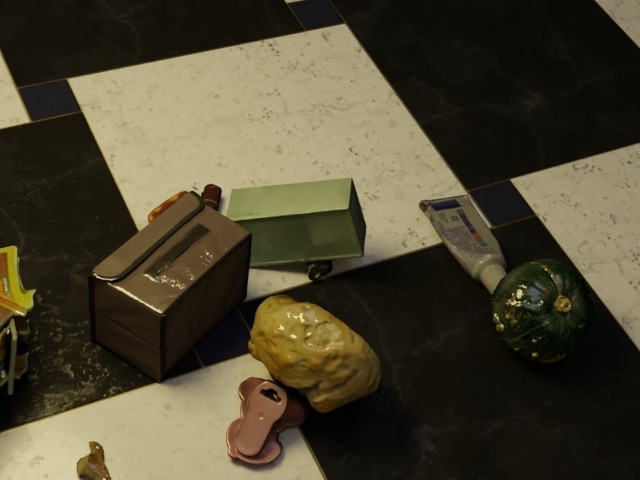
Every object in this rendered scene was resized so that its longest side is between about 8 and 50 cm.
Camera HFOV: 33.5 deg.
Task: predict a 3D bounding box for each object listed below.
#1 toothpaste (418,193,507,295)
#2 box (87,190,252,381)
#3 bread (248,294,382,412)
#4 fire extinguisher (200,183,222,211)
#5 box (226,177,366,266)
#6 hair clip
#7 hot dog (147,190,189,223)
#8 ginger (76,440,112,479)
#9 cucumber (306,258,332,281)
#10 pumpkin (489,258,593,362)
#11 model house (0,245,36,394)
[{"bbox_3d":[0.289,0.008,2.039,0.099,0.068,0.282,17,30,-37],"label":"toothpaste"},{"bbox_3d":[-0.248,0.077,1.798,0.153,0.188,0.252,31,49,18],"label":"box"},{"bbox_3d":[-0.018,0.185,1.728,0.244,0.244,0.134,33,82,17],"label":"bread"},{"bbox_3d":[-0.215,-0.049,2.001,0.056,0.039,0.132,-4,48,15],"label":"fire extinguisher"},{"bbox_3d":[-0.041,-0.033,1.913,0.225,0.129,0.086,-5,47,13],"label":"box"},{"bbox_3d":[-0.095,0.297,1.737,0.123,0.102,0.138,20,82,9],"label":"hair clip"},{"bbox_3d":[-0.277,-0.055,2.000,0.049,0.037,0.122,27,45,28],"label":"hot dog"},{"bbox_3d":[-0.352,0.350,1.643,0.048,0.030,0.097,-10,51,-20],"label":"ginger"},{"bbox_3d":[0.000,0.000,1.996,0.053,0.053,0.181,7,47,-5],"label":"cucumber"},{"bbox_3d":[0.392,0.124,1.883,0.190,0.146,0.190,0,91,-6],"label":"pumpkin"},{"bbox_3d":[-0.626,0.134,1.696,0.357,0.242,0.313,20,33,8],"label":"model house"}]
